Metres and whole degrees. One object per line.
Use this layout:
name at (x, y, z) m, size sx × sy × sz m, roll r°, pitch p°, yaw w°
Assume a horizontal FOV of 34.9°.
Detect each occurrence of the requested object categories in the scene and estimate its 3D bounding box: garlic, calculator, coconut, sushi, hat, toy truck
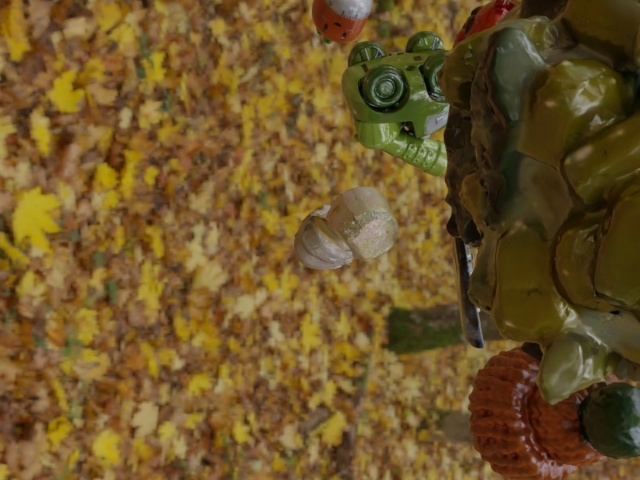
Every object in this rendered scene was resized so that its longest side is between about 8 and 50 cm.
garlic at (-0.001, 0.005, 1.454) m, size 0.094 × 0.074 × 0.113 m, roll 59°, pitch 8°, yaw 2°
calculator at (0.257, 0.065, 1.790) m, size 0.268 × 0.040 × 0.177 m, roll 77°, pitch 8°, yaw -48°
coconut at (0.073, -0.037, 1.826) m, size 0.116 × 0.116 × 0.122 m, roll 44°, pitch 10°, yaw -42°
sushi at (0.212, -0.043, 0.681) m, size 0.285 × 0.329 × 0.328 m, roll -26°, pitch 122°, yaw -54°
hat at (0.463, 0.292, 1.875) m, size 0.285 × 0.400 × 0.285 m, roll 10°, pitch 66°, yaw -23°
toy truck at (0.120, -0.200, 1.521) m, size 0.187 × 0.148 × 0.210 m, roll 3°, pitch 119°, yaw -15°

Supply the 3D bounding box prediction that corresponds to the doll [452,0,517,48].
doll at (0.187, -0.167, 1.108) m, size 0.217 × 0.085 × 0.183 m, roll 77°, pitch 29°, yaw -42°

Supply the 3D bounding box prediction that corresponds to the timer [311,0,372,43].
timer at (0.029, -0.393, 1.753) m, size 0.099 × 0.136 × 0.136 m, roll 23°, pitch 66°, yaw -15°
